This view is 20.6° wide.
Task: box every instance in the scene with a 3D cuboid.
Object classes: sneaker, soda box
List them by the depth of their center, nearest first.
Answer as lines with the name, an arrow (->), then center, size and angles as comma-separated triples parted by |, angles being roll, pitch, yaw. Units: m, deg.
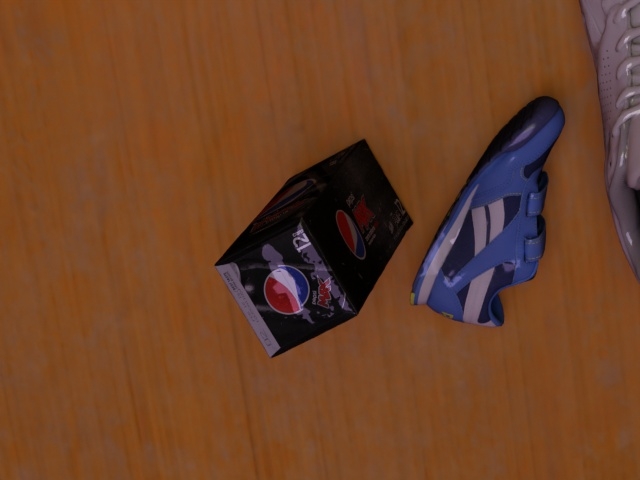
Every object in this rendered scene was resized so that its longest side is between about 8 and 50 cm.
sneaker -> 0.179, -0.074, 0.892 | 0.090, 0.115, 0.232 | -9, 104, 15
soda box -> 0.000, 0.000, 0.926 | 0.053, 0.169, 0.060 | -28, 99, 18
sneaker -> 0.102, -0.014, 0.963 | 0.059, 0.053, 0.144 | 30, 119, 3
